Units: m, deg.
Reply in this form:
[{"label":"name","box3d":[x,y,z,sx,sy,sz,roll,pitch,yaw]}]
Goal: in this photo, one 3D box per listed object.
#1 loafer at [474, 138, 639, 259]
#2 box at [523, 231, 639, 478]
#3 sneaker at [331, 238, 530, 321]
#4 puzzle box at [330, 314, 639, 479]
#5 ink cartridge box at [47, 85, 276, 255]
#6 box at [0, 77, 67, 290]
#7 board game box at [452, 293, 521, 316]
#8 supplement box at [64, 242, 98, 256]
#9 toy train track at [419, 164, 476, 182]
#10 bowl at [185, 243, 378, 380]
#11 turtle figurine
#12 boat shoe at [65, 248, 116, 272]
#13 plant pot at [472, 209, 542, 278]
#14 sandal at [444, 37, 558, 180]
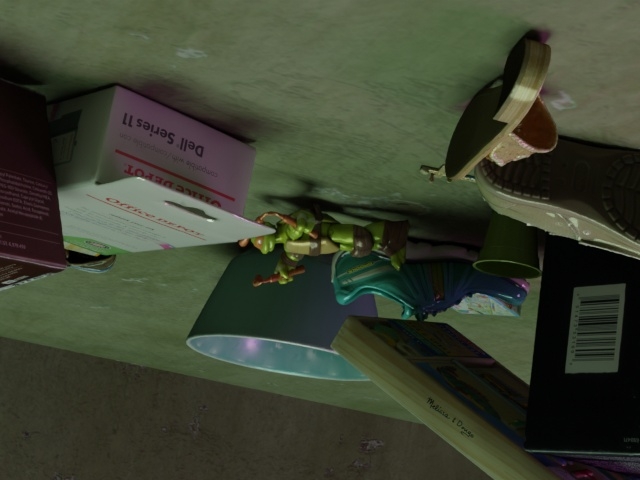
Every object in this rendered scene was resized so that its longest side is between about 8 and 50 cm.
[{"label":"loafer","box3d":[0.282,-0.045,1.377,0.269,0.101,0.092,20,167,-3]},{"label":"box","box3d":[0.411,0.128,1.559,0.294,0.296,0.183,20,162,-39]},{"label":"sneaker","box3d":[0.151,0.063,1.856,0.275,0.109,0.107,8,166,3]},{"label":"puzzle box","box3d":[0.234,0.228,1.662,0.409,0.052,0.272,37,-166,29]},{"label":"ink cartridge box","box3d":[-0.220,-0.075,1.527,0.207,0.119,0.353,23,162,-39]},{"label":"box","box3d":[-0.388,-0.054,1.389,0.169,0.203,0.167,-16,165,25]},{"label":"board game box","box3d":[0.236,0.085,2.060,0.103,0.026,0.154,2,164,29]},{"label":"supplement box","box3d":[-0.385,-0.007,2.083,0.098,0.036,0.062,15,166,-21]},{"label":"toy train track","box3d":[0.154,-0.069,1.521,0.083,0.014,0.048,11,166,-9]},{"label":"bowl","box3d":[-0.039,0.106,2.045,0.312,0.163,0.311,9,167,2]},{"label":"turtle figurine","box3d":[0.000,0.000,1.753,0.217,0.087,0.269,3,158,-5]},{"label":"boat shoe","box3d":[-0.419,0.012,2.146,0.183,0.066,0.066,3,164,-18]},{"label":"plant pot","box3d":[0.230,-0.002,1.603,0.083,0.079,0.083,9,166,2]},{"label":"sandal","box3d":[0.182,-0.103,1.213,0.079,0.088,0.240,17,161,-5]}]
